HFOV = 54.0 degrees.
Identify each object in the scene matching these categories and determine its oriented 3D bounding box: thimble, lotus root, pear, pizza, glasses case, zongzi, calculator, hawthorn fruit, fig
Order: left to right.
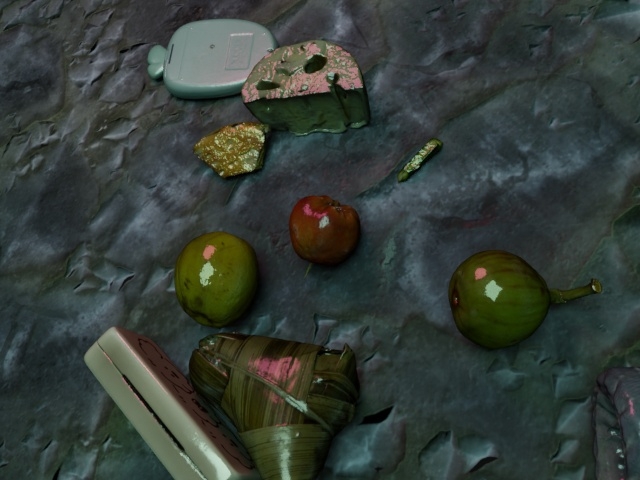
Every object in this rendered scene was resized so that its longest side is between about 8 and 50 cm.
[{"bbox_3d":[-0.235,0.281,1.011,0.336,0.144,0.076,42,87,23],"label":"glasses case"},{"bbox_3d":[-0.230,-0.378,1.300,0.295,0.042,0.184,1,71,15],"label":"calculator"},{"bbox_3d":[-0.178,0.065,1.069,0.148,0.149,0.162,1,64,16],"label":"pear"},{"bbox_3d":[-0.164,-0.173,1.202,0.160,0.036,0.099,-14,93,16],"label":"pizza"},{"bbox_3d":[-0.104,0.279,0.945,0.285,0.134,0.288,4,49,22],"label":"zongzi"},{"bbox_3d":[-0.017,-0.281,1.166,0.234,0.119,0.138,3,72,18],"label":"lotus root"},{"bbox_3d":[0.005,-0.016,1.071,0.125,0.140,0.125,7,51,-8],"label":"hawthorn fruit"},{"bbox_3d":[0.287,0.080,0.952,0.186,0.148,0.142,-6,46,-27],"label":"fig"},{"bbox_3d":[0.447,0.276,0.787,0.172,0.205,0.237,-2,74,13],"label":"thimble"}]

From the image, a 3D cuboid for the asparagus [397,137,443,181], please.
[{"bbox_3d":[0.175,-0.142,1.114,0.108,0.021,0.025,-44,67,-3],"label":"asparagus"}]
